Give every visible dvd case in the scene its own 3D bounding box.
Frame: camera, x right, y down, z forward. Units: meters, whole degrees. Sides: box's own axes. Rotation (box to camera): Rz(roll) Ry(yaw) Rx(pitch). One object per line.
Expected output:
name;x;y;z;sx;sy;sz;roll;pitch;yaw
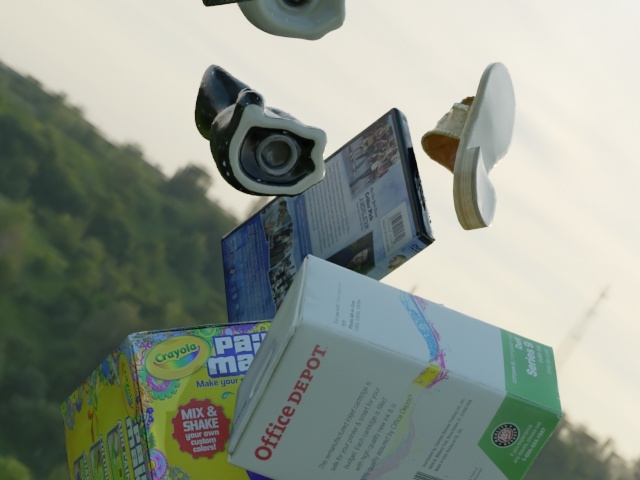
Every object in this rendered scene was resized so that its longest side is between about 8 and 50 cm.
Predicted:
dvd case;0.000;0.000;1.589;0.022;0.253;0.180;33;33;-35

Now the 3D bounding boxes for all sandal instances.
sandal;0.132;-0.093;1.548;0.079;0.240;0.088;-9;-55;21

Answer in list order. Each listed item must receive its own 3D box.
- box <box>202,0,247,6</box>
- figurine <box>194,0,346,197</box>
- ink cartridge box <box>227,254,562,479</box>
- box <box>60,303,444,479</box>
box;-0.017;-0.282;1.075;0.059;0.183;0.233;138;-61;-66
figurine;-0.059;-0.165;1.377;0.092;0.215;0.209;3;15;-20
ink cartridge box;0.054;0.124;1.221;0.212;0.154;0.093;19;33;-11
box;-0.056;0.184;1.443;0.289;0.177;0.279;-4;-16;-22
